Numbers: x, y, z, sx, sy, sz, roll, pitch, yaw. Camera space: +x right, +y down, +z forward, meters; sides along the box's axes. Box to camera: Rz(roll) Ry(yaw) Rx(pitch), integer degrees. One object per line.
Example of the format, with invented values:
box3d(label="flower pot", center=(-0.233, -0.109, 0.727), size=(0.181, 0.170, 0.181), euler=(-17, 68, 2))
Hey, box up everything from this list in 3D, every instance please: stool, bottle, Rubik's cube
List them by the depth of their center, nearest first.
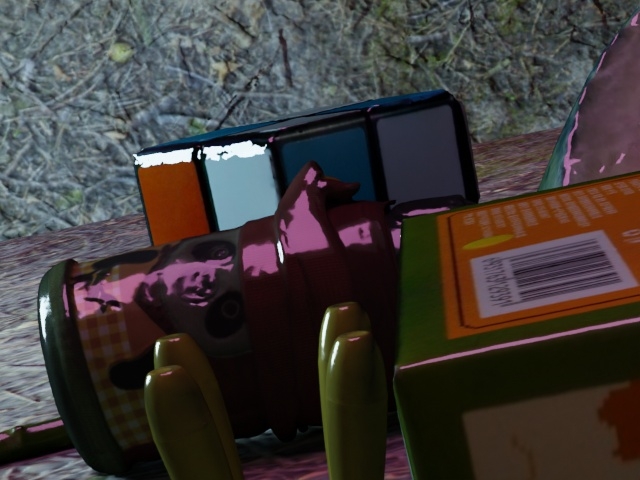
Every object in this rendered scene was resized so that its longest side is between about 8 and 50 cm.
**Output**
box3d(label="stool", center=(-0.018, 0.095, 0.781), size=(0.134, 0.110, 0.135), euler=(-5, 8, 44))
box3d(label="bottle", center=(-0.024, 0.039, 1.038), size=(0.271, 0.156, 0.143), euler=(-15, 13, 2))
box3d(label="Rubik's cube", center=(-0.001, 0.000, 1.225), size=(0.183, 0.180, 0.167), euler=(-19, 10, -39))

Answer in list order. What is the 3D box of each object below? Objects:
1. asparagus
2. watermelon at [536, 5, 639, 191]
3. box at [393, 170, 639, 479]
box3d(label="asparagus", center=(-0.192, 0.129, 1.132), size=(0.108, 0.021, 0.025), euler=(-13, 3, -14))
box3d(label="watermelon", center=(0.196, -0.001, 0.638), size=(0.292, 0.250, 0.283), euler=(-8, 8, 37))
box3d(label="box", center=(0.105, 0.078, 0.434), size=(0.148, 0.177, 0.195), euler=(-12, 8, 4))
